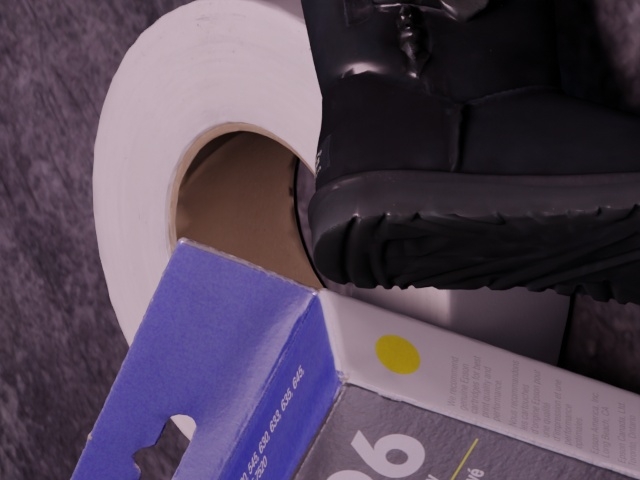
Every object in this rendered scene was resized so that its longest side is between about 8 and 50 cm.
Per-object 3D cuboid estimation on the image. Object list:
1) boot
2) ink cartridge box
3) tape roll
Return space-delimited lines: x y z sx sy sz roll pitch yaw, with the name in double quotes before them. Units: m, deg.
"boot" 0.108 -0.080 0.909 0.094 0.246 0.207 99 171 -60
"ink cartridge box" 0.024 0.167 0.993 0.072 0.307 0.304 -84 16 -48
"tape roll" 0.000 0.000 1.071 0.286 0.100 0.286 19 116 42
